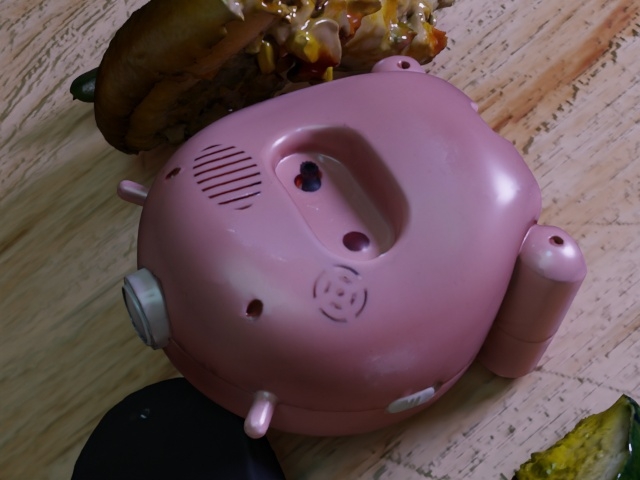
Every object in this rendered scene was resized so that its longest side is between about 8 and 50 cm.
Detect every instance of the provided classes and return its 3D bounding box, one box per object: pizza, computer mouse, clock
[{"bbox_3d":[-0.049,-0.123,0.716,0.251,0.287,0.074,-20,83,38],"label":"pizza"},{"bbox_3d":[-0.068,0.187,0.542,0.137,0.086,0.270,-31,33,2],"label":"computer mouse"},{"bbox_3d":[0.000,0.000,0.587,0.241,0.142,0.227,-18,53,-22],"label":"clock"}]

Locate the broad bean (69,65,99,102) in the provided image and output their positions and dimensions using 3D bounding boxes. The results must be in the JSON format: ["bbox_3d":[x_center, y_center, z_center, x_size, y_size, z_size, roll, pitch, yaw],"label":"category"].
[{"bbox_3d":[-0.110,-0.156,0.807,0.195,0.046,0.061,-35,46,-14],"label":"broad bean"}]

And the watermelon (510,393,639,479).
[{"bbox_3d":[0.084,0.202,0.528,0.301,0.123,0.129,-33,25,-6],"label":"watermelon"}]
